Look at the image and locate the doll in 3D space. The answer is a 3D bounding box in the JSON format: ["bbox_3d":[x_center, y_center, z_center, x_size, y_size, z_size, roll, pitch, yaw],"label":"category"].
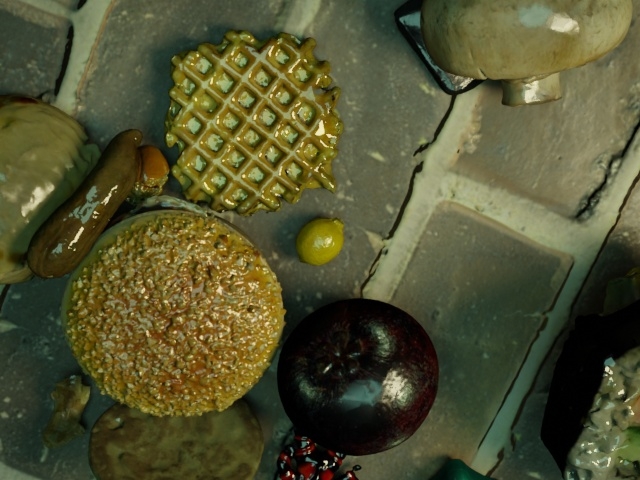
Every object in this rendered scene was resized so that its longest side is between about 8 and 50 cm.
[{"bbox_3d":[-0.018,0.386,1.319,0.127,0.088,0.249,10,92,21],"label":"doll"}]

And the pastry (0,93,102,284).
[{"bbox_3d":[-0.435,-0.074,1.201,0.237,0.170,0.256,35,95,-7],"label":"pastry"}]

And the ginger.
[{"bbox_3d":[-0.368,0.246,1.325,0.057,0.044,0.137,10,110,-29],"label":"ginger"}]

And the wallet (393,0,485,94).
[{"bbox_3d":[0.232,-0.309,1.189,0.250,0.044,0.149,-34,101,8],"label":"wallet"}]

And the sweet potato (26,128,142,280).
[{"bbox_3d":[-0.293,-0.049,1.160,0.062,0.081,0.233,43,75,-39],"label":"sweet potato"}]

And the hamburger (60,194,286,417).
[{"bbox_3d":[-0.194,0.095,1.220,0.302,0.170,0.302,0,101,2],"label":"hamburger"}]

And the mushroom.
[{"bbox_3d":[0.252,-0.253,1.089,0.253,0.189,0.195,-7,105,1],"label":"mushroom"}]

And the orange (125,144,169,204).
[{"bbox_3d":[-0.239,-0.090,1.238,0.062,0.086,0.086,9,105,-43],"label":"orange"}]

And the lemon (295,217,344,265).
[{"bbox_3d":[0.000,0.000,1.249,0.062,0.062,0.083,44,100,-6],"label":"lemon"}]

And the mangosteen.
[{"bbox_3d":[0.059,0.185,1.222,0.216,0.216,0.216,0,101,3],"label":"mangosteen"}]

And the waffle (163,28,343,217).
[{"bbox_3d":[-0.092,-0.156,1.230,0.245,0.052,0.254,-3,100,2],"label":"waffle"}]

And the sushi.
[{"bbox_3d":[0.441,0.170,1.152,0.328,0.285,0.328,8,120,0],"label":"sushi"}]

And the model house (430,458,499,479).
[{"bbox_3d":[0.200,0.388,1.295,0.127,0.100,0.149,-7,103,4],"label":"model house"}]

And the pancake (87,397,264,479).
[{"bbox_3d":[-0.197,0.283,1.252,0.236,0.222,0.042,-17,131,-24],"label":"pancake"}]
